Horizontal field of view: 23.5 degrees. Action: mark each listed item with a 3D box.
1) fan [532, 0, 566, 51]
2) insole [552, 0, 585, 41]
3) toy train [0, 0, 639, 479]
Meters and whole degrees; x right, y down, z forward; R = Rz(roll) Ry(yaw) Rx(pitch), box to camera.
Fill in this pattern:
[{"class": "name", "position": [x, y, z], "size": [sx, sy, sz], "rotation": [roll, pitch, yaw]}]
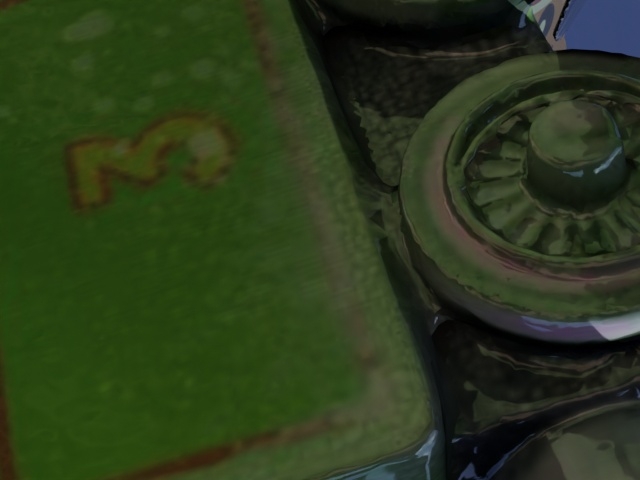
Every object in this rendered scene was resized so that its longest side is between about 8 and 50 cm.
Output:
[{"class": "fan", "position": [0.155, -0.188, 1.160], "size": [0.152, 0.226, 0.008], "rotation": [-27, -129, -35]}, {"class": "insole", "position": [0.086, -0.099, 0.419], "size": [0.003, 0.232, 0.080], "rotation": [30, -92, 6]}, {"class": "toy train", "position": [0.000, 0.000, 0.508], "size": [0.249, 0.173, 0.307], "rotation": [-16, -130, -2]}]
